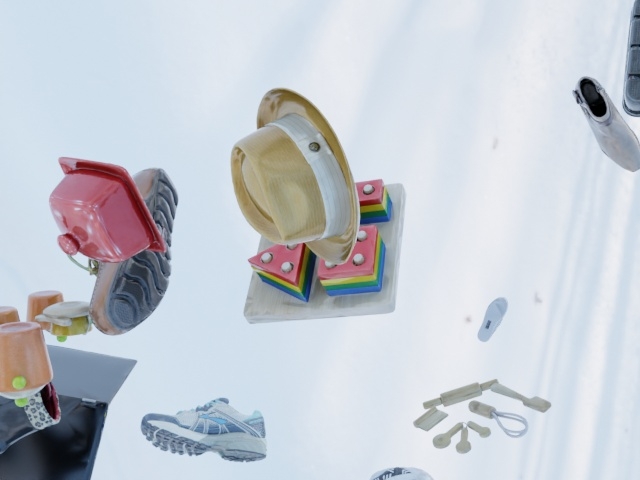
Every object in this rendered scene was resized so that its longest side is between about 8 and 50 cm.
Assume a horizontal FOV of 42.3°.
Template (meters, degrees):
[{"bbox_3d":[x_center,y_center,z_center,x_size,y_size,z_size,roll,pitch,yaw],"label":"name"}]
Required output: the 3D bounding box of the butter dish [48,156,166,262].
[{"bbox_3d":[-0.324,-0.025,1.174,0.118,0.160,0.159,-51,136,-34],"label":"butter dish"}]

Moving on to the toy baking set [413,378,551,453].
[{"bbox_3d":[0.312,0.342,1.620,0.196,0.256,0.030,-110,180,-66],"label":"toy baking set"}]

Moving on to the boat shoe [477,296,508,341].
[{"bbox_3d":[0.336,0.150,1.599,0.035,0.035,0.100,-19,133,-61],"label":"boat shoe"}]

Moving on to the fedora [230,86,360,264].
[{"bbox_3d":[-0.038,-0.056,0.836,0.079,0.194,0.194,-23,115,-25],"label":"fedora"}]

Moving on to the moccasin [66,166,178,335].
[{"bbox_3d":[-0.342,0.014,1.418,0.380,0.147,0.139,-95,164,-45],"label":"moccasin"}]

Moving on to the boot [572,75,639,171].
[{"bbox_3d":[0.330,-0.136,0.954,0.118,0.042,0.087,61,18,18],"label":"boot"}]

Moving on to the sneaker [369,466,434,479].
[{"bbox_3d":[0.110,0.684,1.971,0.137,0.366,0.210,59,18,-19],"label":"sneaker"}]

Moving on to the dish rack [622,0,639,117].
[{"bbox_3d":[0.633,-0.308,1.335,0.074,0.272,0.208,12,84,-62],"label":"dish rack"}]

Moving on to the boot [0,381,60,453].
[{"bbox_3d":[-0.569,0.266,1.475,0.236,0.179,0.085,65,6,27],"label":"boot"}]

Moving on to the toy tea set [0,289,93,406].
[{"bbox_3d":[-0.475,0.174,1.342,0.336,0.200,0.124,-28,118,-71],"label":"toy tea set"}]

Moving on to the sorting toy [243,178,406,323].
[{"bbox_3d":[0.000,0.000,1.376,0.089,0.256,0.257,61,30,-46],"label":"sorting toy"}]

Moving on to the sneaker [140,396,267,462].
[{"bbox_3d":[-0.251,0.402,1.797,0.283,0.110,0.122,17,54,-21],"label":"sneaker"}]

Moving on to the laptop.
[{"bbox_3d":[-0.661,0.410,1.868,0.236,0.382,0.407,100,-1,-69],"label":"laptop"}]
